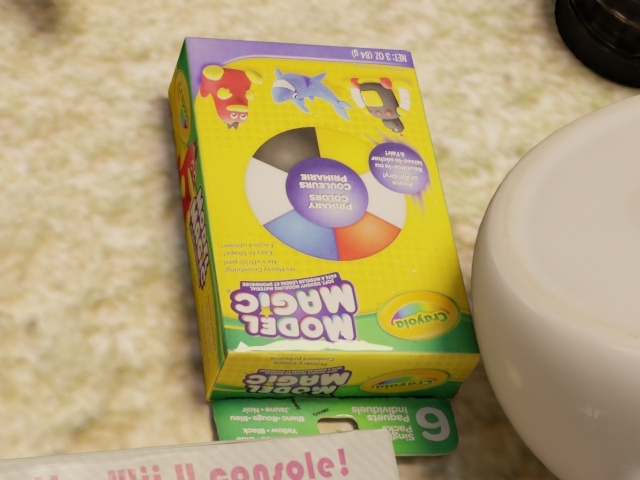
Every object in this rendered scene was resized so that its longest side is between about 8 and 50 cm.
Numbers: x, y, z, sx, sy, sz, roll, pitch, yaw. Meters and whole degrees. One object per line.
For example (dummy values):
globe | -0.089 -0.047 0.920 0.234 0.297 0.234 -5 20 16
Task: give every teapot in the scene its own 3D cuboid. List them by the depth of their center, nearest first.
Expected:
teapot | 0.195 0.053 0.787 0.256 0.187 0.252 -23 37 -13

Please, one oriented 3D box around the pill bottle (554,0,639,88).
pill bottle | 0.215 -0.189 0.937 0.123 0.219 0.122 10 53 -13

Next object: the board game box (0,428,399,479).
board game box | -0.068 0.210 0.435 0.224 0.097 0.303 1 74 -36

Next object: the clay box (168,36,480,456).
clay box | 0.000 0.000 0.833 0.127 0.053 0.222 1 54 -18
